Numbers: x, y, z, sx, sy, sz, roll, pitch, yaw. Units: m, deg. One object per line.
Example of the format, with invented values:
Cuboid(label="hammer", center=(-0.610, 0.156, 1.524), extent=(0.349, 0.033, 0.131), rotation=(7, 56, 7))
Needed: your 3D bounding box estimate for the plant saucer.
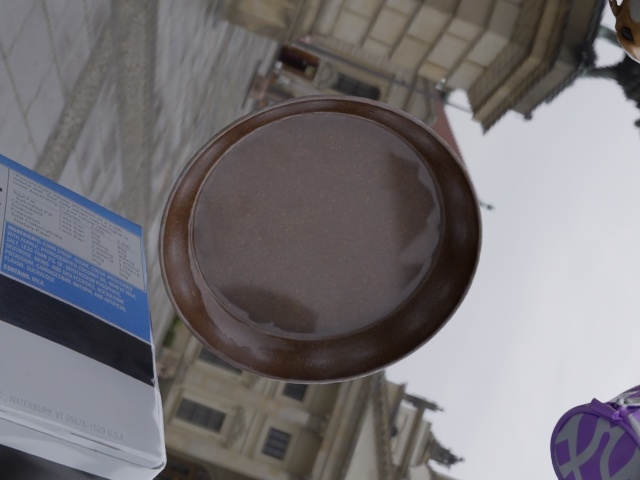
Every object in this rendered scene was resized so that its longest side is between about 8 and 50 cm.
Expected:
Cuboid(label="plant saucer", center=(0.000, 0.000, 0.465), extent=(0.029, 0.168, 0.168), rotation=(-104, -145, -61))

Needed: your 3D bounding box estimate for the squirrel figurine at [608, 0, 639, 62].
Cuboid(label="squirrel figurine", center=(0.593, -0.421, 1.256), extent=(0.397, 0.281, 0.370), rotation=(-26, 146, -36))

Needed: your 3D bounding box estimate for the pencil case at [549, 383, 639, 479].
Cuboid(label="pencil case", center=(0.259, 0.137, 0.671), extent=(0.086, 0.206, 0.088), rotation=(11, -74, 45))

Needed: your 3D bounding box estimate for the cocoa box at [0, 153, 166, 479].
Cuboid(label="cocoa box", center=(-0.294, 0.120, 0.560), extent=(0.347, 0.231, 0.228), rotation=(-45, -145, 21))
